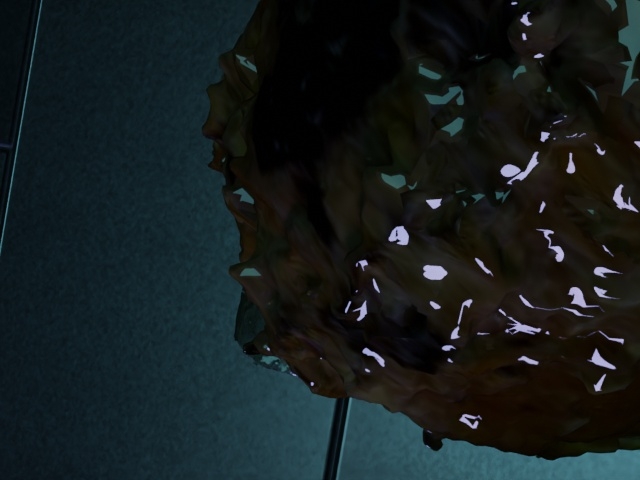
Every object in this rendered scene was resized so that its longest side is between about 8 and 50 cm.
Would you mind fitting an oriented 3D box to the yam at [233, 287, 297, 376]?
[{"bbox_3d":[0.000,0.000,0.784,0.107,0.107,0.183,12,90,22],"label":"yam"}]

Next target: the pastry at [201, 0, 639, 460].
[{"bbox_3d":[0.110,-0.050,0.582,0.338,0.405,0.292,-10,52,-3],"label":"pastry"}]
